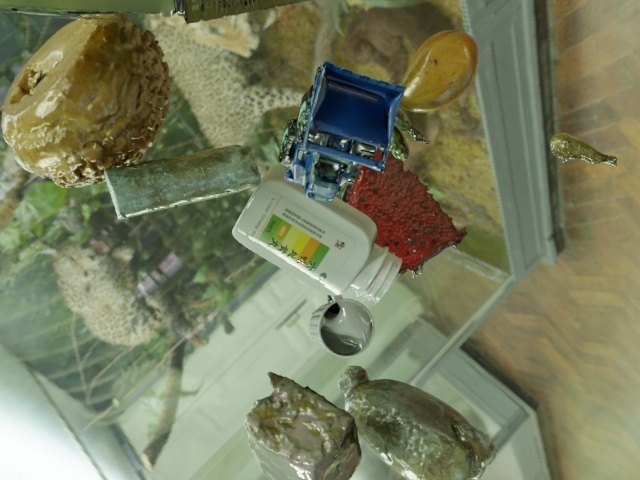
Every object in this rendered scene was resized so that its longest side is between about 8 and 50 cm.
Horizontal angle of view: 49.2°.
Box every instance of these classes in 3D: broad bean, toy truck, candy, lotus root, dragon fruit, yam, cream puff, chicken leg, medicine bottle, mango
[{"bbox_3d":[0.142,-0.222,1.345,0.144,0.049,0.292,43,-160,3],"label":"broad bean"},{"bbox_3d":[0.018,-0.129,0.909,0.113,0.126,0.208,14,152,-12],"label":"toy truck"},{"bbox_3d":[-0.033,0.356,1.233,0.184,0.137,0.195,25,144,30],"label":"candy"},{"bbox_3d":[0.173,0.381,1.409,0.349,0.175,0.175,27,161,24],"label":"lotus root"},{"bbox_3d":[0.172,-0.053,1.824,0.343,0.282,0.100,55,173,17],"label":"dragon fruit"},{"bbox_3d":[-0.237,-0.105,1.208,0.093,0.259,0.093,166,90,-79],"label":"yam"},{"bbox_3d":[-0.414,-0.252,1.287,0.231,0.327,0.343,40,-144,-37],"label":"cream puff"},{"bbox_3d":[0.686,-0.227,1.825,0.178,0.070,0.093,18,162,17],"label":"chicken leg"},{"bbox_3d":[0.000,0.000,1.395,0.324,0.179,0.124,31,-149,-5],"label":"medicine bottle"},{"bbox_3d":[0.212,-0.292,1.229,0.115,0.165,0.089,29,-179,-8],"label":"mango"}]

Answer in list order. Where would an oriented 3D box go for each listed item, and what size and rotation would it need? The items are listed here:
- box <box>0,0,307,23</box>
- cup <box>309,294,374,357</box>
[{"bbox_3d":[-0.229,-0.421,1.051,0.373,0.420,0.138,13,116,26],"label":"box"},{"bbox_3d":[0.063,0.235,2.099,0.166,0.221,0.202,18,171,-10],"label":"cup"}]
